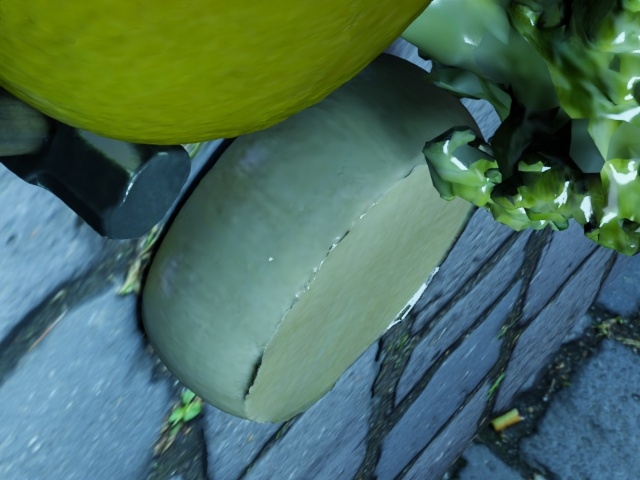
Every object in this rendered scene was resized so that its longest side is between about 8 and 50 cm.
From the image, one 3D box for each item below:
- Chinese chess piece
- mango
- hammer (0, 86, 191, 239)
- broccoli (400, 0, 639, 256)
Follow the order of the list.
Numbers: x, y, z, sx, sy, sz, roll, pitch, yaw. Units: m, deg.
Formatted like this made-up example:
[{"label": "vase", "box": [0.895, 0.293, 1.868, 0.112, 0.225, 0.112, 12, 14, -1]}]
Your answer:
[{"label": "Chinese chess piece", "box": [0.000, 0.000, 1.066, 0.250, 0.103, 0.250, -45, 163, -18]}, {"label": "mango", "box": [-0.010, -0.184, 0.462, 0.301, 0.220, 0.445, -51, 174, -25]}, {"label": "hammer", "box": [-0.187, -0.031, 0.523, 0.365, 0.111, 0.043, -11, 135, -57]}, {"label": "broccoli", "box": [0.158, -0.147, 0.893, 0.272, 0.334, 0.324, -21, 141, 7]}]
